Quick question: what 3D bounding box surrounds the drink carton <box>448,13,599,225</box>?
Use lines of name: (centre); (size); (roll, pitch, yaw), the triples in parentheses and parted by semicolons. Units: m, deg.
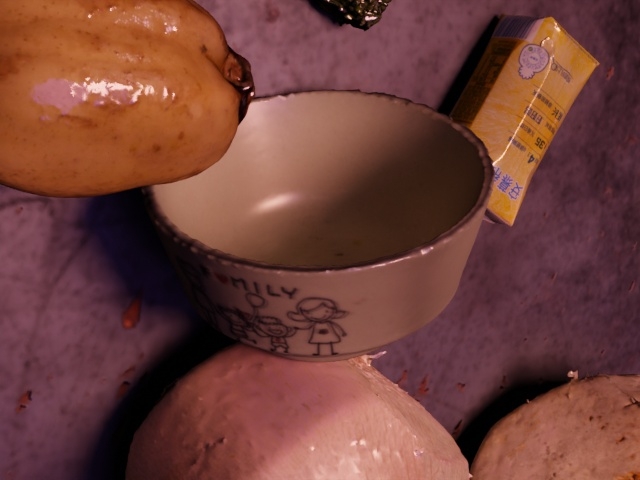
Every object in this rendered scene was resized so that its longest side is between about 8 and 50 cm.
drink carton: (0.126, -0.069, 0.790); (0.084, 0.074, 0.200); (32, 84, -36)

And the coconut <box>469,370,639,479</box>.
coconut: (0.253, 0.246, 0.873); (0.245, 0.245, 0.247); (-50, 126, -11)

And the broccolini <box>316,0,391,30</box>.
broccolini: (-0.044, -0.183, 0.663); (0.218, 0.042, 0.044); (14, 95, -34)

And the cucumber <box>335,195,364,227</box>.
cucumber: (0.016, -0.011, 0.757); (0.039, 0.043, 0.163); (25, 85, 6)

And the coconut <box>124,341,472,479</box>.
coconut: (-0.005, 0.178, 0.676); (0.224, 0.234, 0.224); (-12, 110, -36)

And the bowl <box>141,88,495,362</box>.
bowl: (0.000, 0.000, 0.657); (0.211, 0.211, 0.112); (-22, 128, -27)

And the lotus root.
lotus root: (-0.144, -0.089, 0.577); (0.221, 0.125, 0.118); (0, 145, -29)
